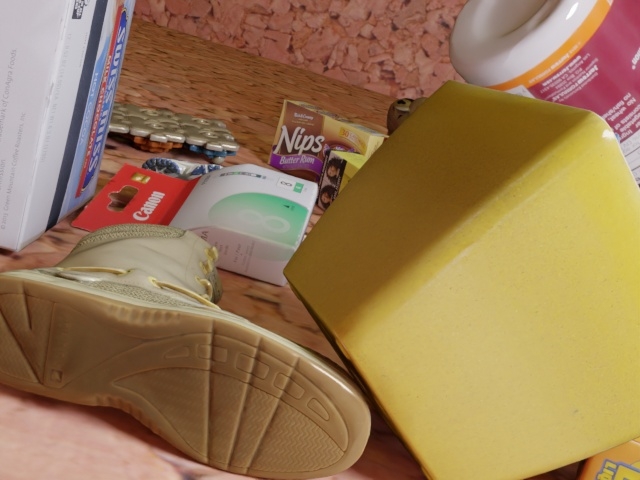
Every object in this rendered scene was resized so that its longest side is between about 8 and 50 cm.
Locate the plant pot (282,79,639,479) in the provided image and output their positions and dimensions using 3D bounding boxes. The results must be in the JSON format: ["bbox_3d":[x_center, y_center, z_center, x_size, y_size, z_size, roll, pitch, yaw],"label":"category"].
[{"bbox_3d":[0.100,0.040,0.612,0.212,0.187,0.212,58,-6,-22],"label":"plant pot"}]

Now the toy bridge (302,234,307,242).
[{"bbox_3d":[0.000,0.000,1.055,0.188,0.026,0.063,17,18,4],"label":"toy bridge"}]

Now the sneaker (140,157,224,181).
[{"bbox_3d":[-0.152,-0.078,1.129,0.135,0.052,0.058,16,11,-1],"label":"sneaker"}]

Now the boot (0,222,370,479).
[{"bbox_3d":[-0.084,0.063,0.636,0.262,0.095,0.203,15,14,5],"label":"boot"}]

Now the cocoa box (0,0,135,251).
[{"bbox_3d":[-0.313,-0.201,0.836,0.231,0.347,0.228,16,15,-1],"label":"cocoa box"}]

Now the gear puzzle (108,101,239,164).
[{"bbox_3d":[-0.292,-0.162,1.312,0.339,0.044,0.175,8,19,-19],"label":"gear puzzle"}]

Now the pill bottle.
[{"bbox_3d":[0.371,-0.188,1.178,0.392,0.224,0.224,37,5,-28],"label":"pill bottle"}]

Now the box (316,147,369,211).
[{"bbox_3d":[0.073,-0.046,1.182,0.058,0.087,0.232,4,20,-30],"label":"box"}]

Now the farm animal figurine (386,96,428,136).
[{"bbox_3d":[0.205,-0.120,1.311,0.330,0.172,0.327,21,29,22],"label":"farm animal figurine"}]

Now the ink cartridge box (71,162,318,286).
[{"bbox_3d":[-0.124,-0.040,0.968,0.225,0.056,0.181,18,26,-1],"label":"ink cartridge box"}]

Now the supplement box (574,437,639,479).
[{"bbox_3d":[0.247,0.147,0.694,0.080,0.078,0.233,20,15,15],"label":"supplement box"}]

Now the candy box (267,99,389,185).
[{"bbox_3d":[0.009,-0.137,1.390,0.187,0.109,0.053,28,20,36],"label":"candy box"}]

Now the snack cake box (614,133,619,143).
[{"bbox_3d":[0.256,-0.020,1.019,0.152,0.089,0.264,4,37,14],"label":"snack cake box"}]
